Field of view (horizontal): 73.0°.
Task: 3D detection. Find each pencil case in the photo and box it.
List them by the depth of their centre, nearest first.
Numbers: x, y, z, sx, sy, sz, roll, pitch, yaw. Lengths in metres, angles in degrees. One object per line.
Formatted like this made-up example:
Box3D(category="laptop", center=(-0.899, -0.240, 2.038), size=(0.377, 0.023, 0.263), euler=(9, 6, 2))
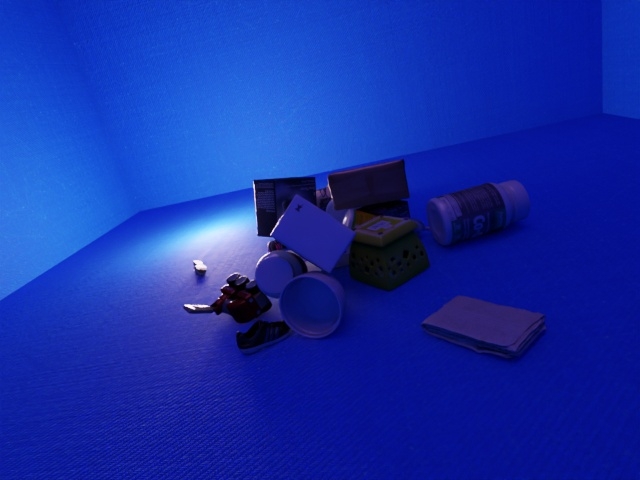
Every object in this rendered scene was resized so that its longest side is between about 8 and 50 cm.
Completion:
Box3D(category="pencil case", center=(-0.105, -0.208, 2.566), size=(0.411, 0.159, 0.183), euler=(-16, 35, -6))

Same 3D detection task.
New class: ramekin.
Box3D(category="ramekin", center=(-0.016, 0.194, 1.371), size=(0.208, 0.206, 0.109), euler=(-6, 11, 21))

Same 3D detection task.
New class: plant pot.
Box3D(category="plant pot", center=(0.241, 0.031, 1.620), size=(0.228, 0.206, 0.227), euler=(-27, 24, -30))

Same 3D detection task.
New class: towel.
Box3D(category="towel", center=(0.443, 0.229, 1.185), size=(0.187, 0.048, 0.282), euler=(-26, 22, -33))

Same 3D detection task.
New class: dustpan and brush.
Box3D(category="dustpan and brush", center=(0.424, -0.052, 1.902), size=(0.212, 0.147, 0.060), euler=(17, 62, 0))

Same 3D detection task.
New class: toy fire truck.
Box3D(category="toy fire truck", center=(-0.342, 0.234, 1.581), size=(0.246, 0.158, 0.217), euler=(-41, 30, -28))

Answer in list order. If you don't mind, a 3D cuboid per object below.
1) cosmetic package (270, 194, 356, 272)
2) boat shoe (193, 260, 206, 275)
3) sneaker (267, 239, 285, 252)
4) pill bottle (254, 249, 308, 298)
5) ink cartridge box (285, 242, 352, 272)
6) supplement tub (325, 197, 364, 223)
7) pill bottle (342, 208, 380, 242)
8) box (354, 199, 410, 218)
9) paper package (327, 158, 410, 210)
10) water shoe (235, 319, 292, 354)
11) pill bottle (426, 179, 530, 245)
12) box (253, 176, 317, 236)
Box3D(category="cosmetic package", center=(-0.035, -0.014, 1.563), size=(0.161, 0.230, 0.453), euler=(-57, 1, -4))
Box3D(category="boat shoe", center=(-0.596, 0.144, 2.125), size=(0.056, 0.048, 0.153), euler=(2, 17, -30))
Box3D(category="sneaker", center=(-0.206, 0.021, 2.155), size=(0.075, 0.063, 0.170), euler=(-12, 14, 23))
Box3D(category="pill bottle", center=(-0.140, 0.120, 1.548), size=(0.170, 0.169, 0.301), euler=(-13, -5, 3))
Box3D(category="ink cartridge box", center=(0.000, 0.070, 1.883), size=(0.372, 0.069, 0.175), euler=(-10, 21, 4))
Box3D(category="supplement tub", center=(0.158, -0.195, 2.285), size=(0.208, 0.206, 0.338), euler=(-7, 21, 19))
Box3D(category="pill bottle", center=(0.219, -0.040, 1.826), size=(0.246, 0.136, 0.136), euler=(14, 18, -8))
Box3D(category="box", center=(0.275, -0.092, 2.026), size=(0.248, 0.141, 0.163), euler=(-21, 20, -25))
Box3D(category="paper package", center=(0.222, -0.244, 1.927), size=(0.326, 0.167, 0.309), euler=(-10, 5, 11))
Box3D(category="water shoe", center=(-0.171, 0.289, 1.383), size=(0.203, 0.080, 0.073), euler=(-25, 23, -28))
Box3D(category="pill bottle", center=(0.638, -0.120, 1.764), size=(0.362, 0.204, 0.204), euler=(-16, 20, -4))
Box3D(category="box", center=(-0.174, -0.179, 2.256), size=(0.183, 0.293, 0.297), euler=(7, 15, 42))
